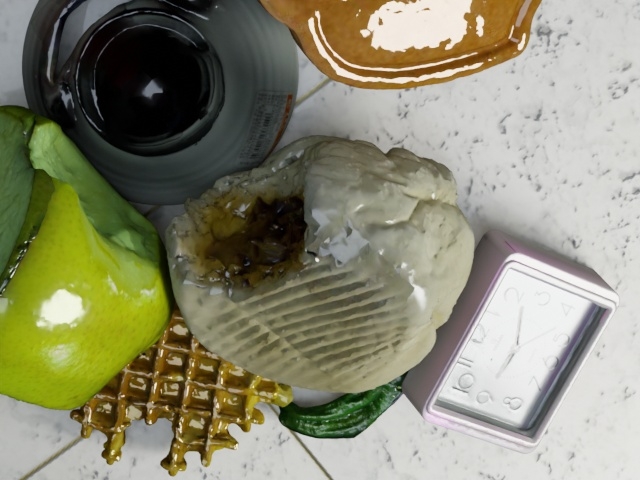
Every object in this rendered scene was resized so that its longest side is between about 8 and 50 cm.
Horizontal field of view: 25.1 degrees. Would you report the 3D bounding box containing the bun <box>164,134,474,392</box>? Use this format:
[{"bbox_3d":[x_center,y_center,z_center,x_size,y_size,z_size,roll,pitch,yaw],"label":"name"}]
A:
[{"bbox_3d":[0.011,0.009,1.373,0.282,0.204,0.281,10,141,8],"label":"bun"}]

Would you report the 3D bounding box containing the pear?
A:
[{"bbox_3d":[-0.233,0.026,1.328,0.159,0.292,0.292,-35,102,12],"label":"pear"}]

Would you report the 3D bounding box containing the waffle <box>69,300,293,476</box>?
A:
[{"bbox_3d":[-0.161,0.129,1.491,0.229,0.051,0.231,-30,102,10],"label":"waffle"}]

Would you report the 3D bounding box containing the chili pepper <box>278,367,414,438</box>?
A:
[{"bbox_3d":[0.042,0.154,1.495,0.182,0.050,0.073,-40,108,14],"label":"chili pepper"}]

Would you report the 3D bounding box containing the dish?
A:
[{"bbox_3d":[-0.160,-0.154,1.369,0.273,0.134,0.273,0,105,2],"label":"dish"}]

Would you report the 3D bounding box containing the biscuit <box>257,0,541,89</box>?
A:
[{"bbox_3d":[0.074,-0.333,1.263,0.350,0.078,0.455,-34,125,-1],"label":"biscuit"}]

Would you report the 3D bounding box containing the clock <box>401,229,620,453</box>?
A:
[{"bbox_3d":[0.192,0.105,1.445,0.150,0.063,0.197,22,105,-24],"label":"clock"}]
